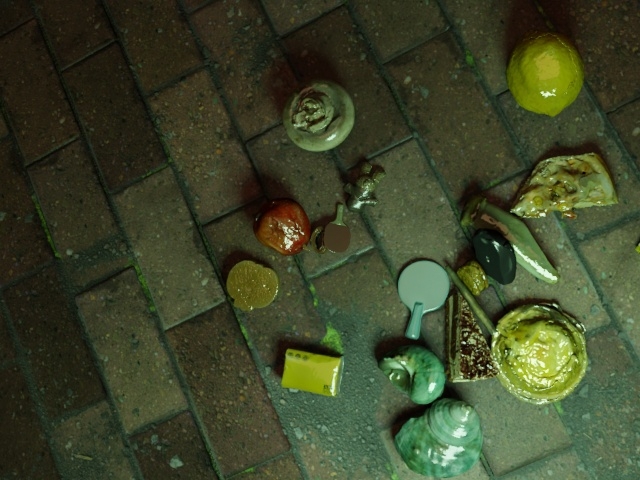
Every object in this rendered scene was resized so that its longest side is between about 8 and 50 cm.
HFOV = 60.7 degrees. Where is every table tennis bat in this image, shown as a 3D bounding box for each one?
[{"bbox_3d":[0.053,-0.036,1.678,0.087,0.013,0.156,11,74,-17],"label":"table tennis bat"},{"bbox_3d":[0.296,0.175,1.616,0.149,0.038,0.237,12,82,10],"label":"table tennis bat"}]

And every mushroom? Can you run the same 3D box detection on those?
[{"bbox_3d":[-0.010,-0.385,1.659,0.227,0.178,0.226,-3,80,19],"label":"mushroom"},{"bbox_3d":[0.550,-0.008,1.564,0.333,0.087,0.107,36,93,8],"label":"mushroom"}]

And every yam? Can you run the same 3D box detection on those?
[{"bbox_3d":[0.424,0.168,1.555,0.029,0.027,0.234,-42,67,22],"label":"yam"}]

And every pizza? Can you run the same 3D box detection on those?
[{"bbox_3d":[0.681,-0.149,1.559,0.297,0.071,0.189,-12,83,10],"label":"pizza"}]

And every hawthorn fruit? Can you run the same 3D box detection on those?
[{"bbox_3d":[-0.116,-0.040,1.652,0.174,0.173,0.179,-14,80,9],"label":"hawthorn fruit"}]

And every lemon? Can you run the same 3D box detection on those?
[{"bbox_3d":[0.628,-0.473,1.538,0.204,0.204,0.260,-15,83,9],"label":"lemon"}]

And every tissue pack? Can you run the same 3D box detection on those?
[{"bbox_3d":[-0.022,0.390,1.627,0.169,0.082,0.120,9,87,11],"label":"tissue pack"}]

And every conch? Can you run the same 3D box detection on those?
[{"bbox_3d":[0.344,0.535,1.505,0.220,0.195,0.277,30,128,0],"label":"conch"},{"bbox_3d":[0.272,0.381,1.555,0.176,0.122,0.188,-39,77,32],"label":"conch"}]

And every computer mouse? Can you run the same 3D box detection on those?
[{"bbox_3d":[0.483,0.034,1.510,0.073,0.217,0.122,-38,49,-12],"label":"computer mouse"}]

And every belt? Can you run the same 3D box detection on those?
[{"bbox_3d":[0.000,0.000,1.688,0.059,0.036,0.083,4,85,17],"label":"belt"}]

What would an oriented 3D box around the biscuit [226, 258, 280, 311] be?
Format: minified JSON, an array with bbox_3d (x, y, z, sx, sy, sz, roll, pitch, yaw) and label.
[{"bbox_3d":[-0.211,0.143,1.707,0.170,0.050,0.170,0,93,11],"label":"biscuit"}]

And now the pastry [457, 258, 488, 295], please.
[{"bbox_3d":[0.437,0.105,1.565,0.057,0.109,0.097,-32,36,-5],"label":"pastry"}]

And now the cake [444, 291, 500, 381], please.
[{"bbox_3d":[0.431,0.277,1.543,0.135,0.112,0.246,8,72,-9],"label":"cake"}]

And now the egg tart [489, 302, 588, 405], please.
[{"bbox_3d":[0.610,0.309,1.506,0.291,0.107,0.290,-1,85,10],"label":"egg tart"}]

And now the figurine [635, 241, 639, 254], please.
[{"bbox_3d":[0.958,0.037,1.483,0.130,0.109,0.178,-41,81,-18],"label":"figurine"}]

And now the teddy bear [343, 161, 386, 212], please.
[{"bbox_3d":[0.131,-0.159,1.659,0.119,0.078,0.160,27,88,8],"label":"teddy bear"}]
